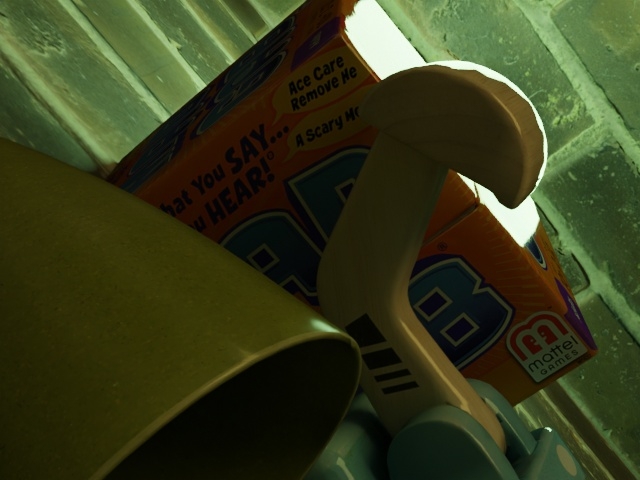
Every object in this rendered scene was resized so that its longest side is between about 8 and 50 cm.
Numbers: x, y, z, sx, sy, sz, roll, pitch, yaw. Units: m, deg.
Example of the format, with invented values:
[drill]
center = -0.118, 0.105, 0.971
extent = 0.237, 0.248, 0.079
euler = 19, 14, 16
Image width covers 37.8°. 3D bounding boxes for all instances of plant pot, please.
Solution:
[plant pot]
center = -0.173, 0.069, 0.601
extent = 0.293, 0.275, 0.274
euler = 42, 12, 23

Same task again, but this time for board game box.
[board game box]
center = 0.000, 0.000, 0.951
extent = 0.356, 0.356, 0.356
euler = 48, 17, -17

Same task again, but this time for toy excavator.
[toy excavator]
center = 0.068, 0.152, 0.713
extent = 0.445, 0.433, 0.222
euler = 53, 26, 2
